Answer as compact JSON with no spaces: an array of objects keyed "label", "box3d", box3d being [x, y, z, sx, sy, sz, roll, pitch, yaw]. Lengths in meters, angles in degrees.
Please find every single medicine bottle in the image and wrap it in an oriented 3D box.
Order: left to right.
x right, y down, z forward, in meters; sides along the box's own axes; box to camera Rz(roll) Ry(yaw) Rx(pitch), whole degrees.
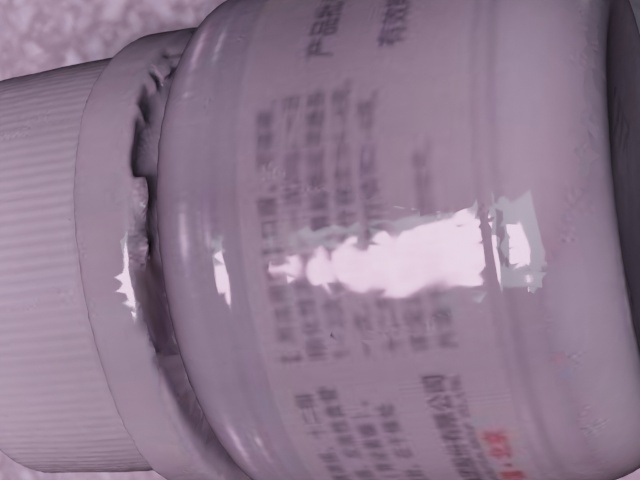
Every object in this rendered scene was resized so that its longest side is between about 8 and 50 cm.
[{"label":"medicine bottle","box3d":[0.000,0.000,0.730,0.306,0.245,0.245,-6,98,19]}]
